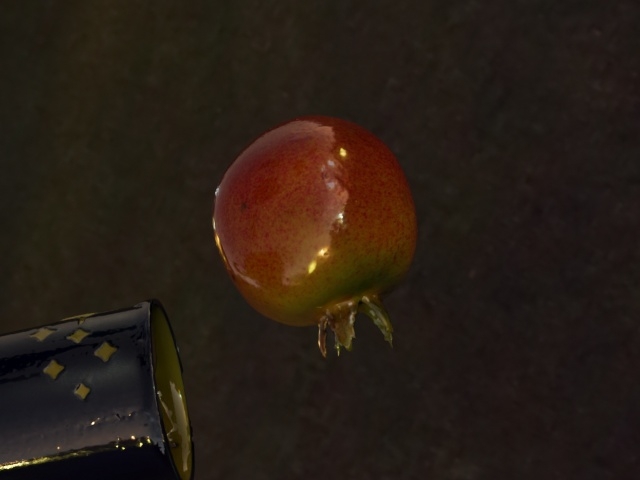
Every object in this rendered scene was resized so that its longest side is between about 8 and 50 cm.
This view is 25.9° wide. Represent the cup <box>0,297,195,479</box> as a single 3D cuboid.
[{"bbox_3d":[-0.256,0.164,1.319,0.255,0.256,0.178,25,-125,-86],"label":"cup"}]

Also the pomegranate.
[{"bbox_3d":[0.000,0.000,1.422,0.221,0.221,0.256,-41,62,41],"label":"pomegranate"}]
